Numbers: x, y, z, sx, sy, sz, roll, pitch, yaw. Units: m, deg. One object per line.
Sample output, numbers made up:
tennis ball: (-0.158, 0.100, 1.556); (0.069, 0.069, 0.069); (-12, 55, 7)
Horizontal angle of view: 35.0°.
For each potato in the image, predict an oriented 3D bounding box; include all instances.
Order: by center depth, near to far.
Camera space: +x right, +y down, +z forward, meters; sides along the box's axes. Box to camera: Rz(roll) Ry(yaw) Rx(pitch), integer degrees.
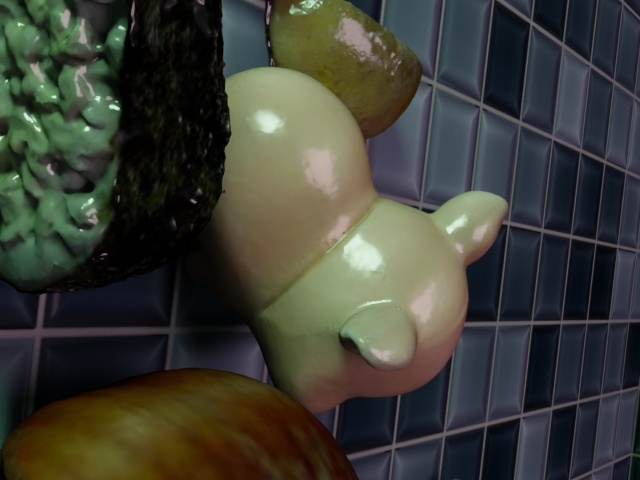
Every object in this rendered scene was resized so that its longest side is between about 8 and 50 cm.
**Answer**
potato: (0.041, -0.173, 1.114); (0.261, 0.100, 0.120); (33, 67, -55)

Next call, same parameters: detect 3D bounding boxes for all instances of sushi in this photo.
sushi: (-0.164, -0.136, 0.696); (0.171, 0.211, 0.350); (-32, 127, -57)

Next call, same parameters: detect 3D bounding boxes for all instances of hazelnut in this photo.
hazelnut: (-0.117, 0.268, 0.738); (0.409, 0.359, 0.359); (-15, 109, -66)

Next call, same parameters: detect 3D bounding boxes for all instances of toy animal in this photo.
toy animal: (0.000, 0.000, 0.920); (0.237, 0.269, 0.326); (-44, 127, -40)

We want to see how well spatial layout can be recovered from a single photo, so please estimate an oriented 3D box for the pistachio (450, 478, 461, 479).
pistachio: (0.189, 0.419, 1.468); (0.113, 0.113, 0.149); (58, 33, -45)
